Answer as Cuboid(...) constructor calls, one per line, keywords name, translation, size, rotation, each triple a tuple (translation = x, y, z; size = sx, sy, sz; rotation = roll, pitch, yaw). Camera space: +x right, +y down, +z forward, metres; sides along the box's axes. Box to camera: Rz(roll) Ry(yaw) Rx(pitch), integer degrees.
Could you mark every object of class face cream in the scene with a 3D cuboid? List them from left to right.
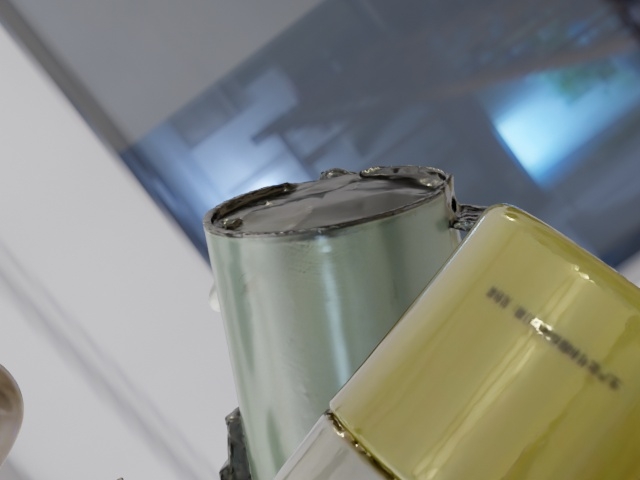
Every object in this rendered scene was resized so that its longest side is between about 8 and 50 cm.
Cuboid(name="face cream", translation=(0.107, 0.117, 0.872), size=(0.218, 0.179, 0.218), rotation=(38, 180, 0))

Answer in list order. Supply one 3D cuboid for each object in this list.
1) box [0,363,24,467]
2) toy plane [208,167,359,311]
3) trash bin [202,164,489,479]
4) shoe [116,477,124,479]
Cuboid(name="box", translation=(-0.356, 0.152, 1.722), size=(0.200, 0.146, 0.088), rotation=(15, -155, -34))
Cuboid(name="toy plane", translation=(-0.002, -0.005, 1.937), size=(0.101, 0.255, 0.251), rotation=(66, -170, 4))
Cuboid(name="trash bin", translation=(0.028, 0.088, 1.700), size=(0.217, 0.277, 0.263), rotation=(-55, -45, -72))
Cuboid(name="shoe", translation=(-0.168, 0.250, 1.671), size=(0.071, 0.169, 0.099), rotation=(-9, -91, -64))
